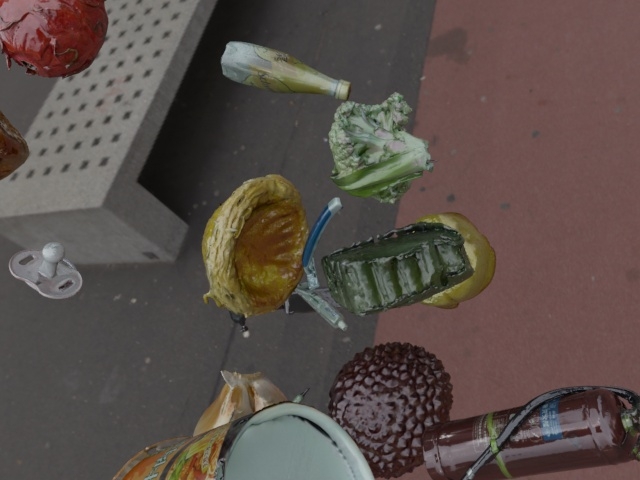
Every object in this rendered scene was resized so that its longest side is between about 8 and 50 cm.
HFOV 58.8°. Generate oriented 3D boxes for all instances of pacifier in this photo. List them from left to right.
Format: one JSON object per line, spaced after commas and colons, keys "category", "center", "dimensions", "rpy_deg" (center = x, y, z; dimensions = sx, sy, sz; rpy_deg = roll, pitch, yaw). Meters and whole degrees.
{"category": "pacifier", "center": [-0.367, 0.032, 0.776], "dimensions": [0.078, 0.099, 0.081], "rpy_deg": [-58, 0, 31]}

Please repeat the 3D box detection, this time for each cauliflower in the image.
{"category": "cauliflower", "center": [0.152, -0.196, 1.276], "dimensions": [0.315, 0.257, 0.238], "rpy_deg": [11, 33, 42]}

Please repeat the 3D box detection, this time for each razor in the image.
{"category": "razor", "center": [-0.004, 0.000, 0.972], "dimensions": [0.037, 0.191, 0.068], "rpy_deg": [2, 47, -17]}

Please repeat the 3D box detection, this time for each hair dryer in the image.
{"category": "hair dryer", "center": [-0.079, 0.461, 1.554], "dimensions": [0.150, 0.071, 0.047], "rpy_deg": [-47, 55, -3]}

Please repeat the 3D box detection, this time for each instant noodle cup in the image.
{"category": "instant noodle cup", "center": [-0.063, 0.262, 0.509], "dimensions": [0.182, 0.230, 0.230], "rpy_deg": [-39, 44, 33]}

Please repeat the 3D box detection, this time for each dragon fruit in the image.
{"category": "dragon fruit", "center": [-0.581, -0.480, 1.234], "dimensions": [0.240, 0.240, 0.253], "rpy_deg": [1, 92, 31]}

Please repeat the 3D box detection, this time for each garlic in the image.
{"category": "garlic", "center": [-0.249, 0.558, 1.728], "dimensions": [0.249, 0.286, 0.313], "rpy_deg": [29, 103, 31]}

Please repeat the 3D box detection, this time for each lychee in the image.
{"category": "lychee", "center": [0.162, 0.398, 1.342], "dimensions": [0.330, 0.306, 0.306], "rpy_deg": [-37, 48, 10]}

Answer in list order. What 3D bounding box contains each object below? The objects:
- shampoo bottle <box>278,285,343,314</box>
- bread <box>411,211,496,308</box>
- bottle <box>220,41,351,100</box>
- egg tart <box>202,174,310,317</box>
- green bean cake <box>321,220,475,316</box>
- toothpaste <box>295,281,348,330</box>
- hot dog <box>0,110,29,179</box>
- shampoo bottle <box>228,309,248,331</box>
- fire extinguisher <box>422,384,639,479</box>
{"category": "shampoo bottle", "center": [-0.040, 0.206, 1.965], "dimensions": [0.245, 0.080, 0.080], "rpy_deg": [-6, 91, -11]}
{"category": "bread", "center": [0.334, 0.053, 1.550], "dimensions": [0.269, 0.148, 0.270], "rpy_deg": [-4, 84, 36]}
{"category": "bottle", "center": [-0.067, -0.335, 1.148], "dimensions": [0.269, 0.083, 0.083], "rpy_deg": [18, 68, 11]}
{"category": "egg tart", "center": [-0.178, 0.013, 1.478], "dimensions": [0.168, 0.388, 0.388], "rpy_deg": [16, 69, 34]}
{"category": "green bean cake", "center": [0.140, 0.054, 1.097], "dimensions": [0.240, 0.132, 0.255], "rpy_deg": [-16, 5, -12]}
{"category": "toothpaste", "center": [0.002, 0.183, 1.600], "dimensions": [0.064, 0.041, 0.218], "rpy_deg": [-14, 39, -37]}
{"category": "hot dog", "center": [-0.484, -0.158, 0.699], "dimensions": [0.150, 0.257, 0.153], "rpy_deg": [-33, 39, -6]}
{"category": "shampoo bottle", "center": [-0.232, 0.195, 1.571], "dimensions": [0.048, 0.137, 0.027], "rpy_deg": [-13, 27, 14]}
{"category": "fire extinguisher", "center": [0.300, 0.276, 0.775], "dimensions": [0.341, 0.105, 0.141], "rpy_deg": [-28, 17, 36]}
